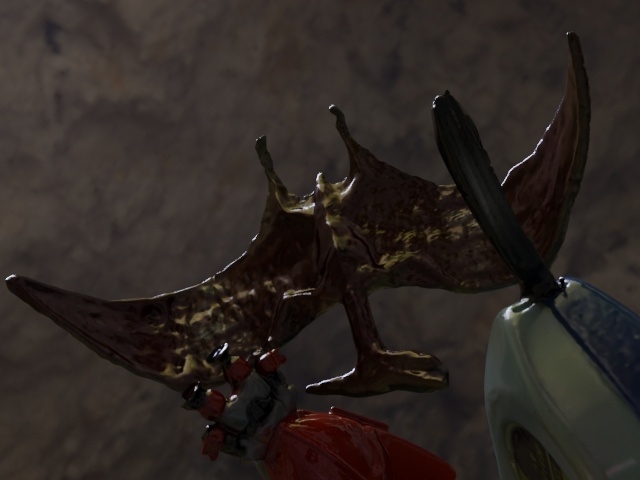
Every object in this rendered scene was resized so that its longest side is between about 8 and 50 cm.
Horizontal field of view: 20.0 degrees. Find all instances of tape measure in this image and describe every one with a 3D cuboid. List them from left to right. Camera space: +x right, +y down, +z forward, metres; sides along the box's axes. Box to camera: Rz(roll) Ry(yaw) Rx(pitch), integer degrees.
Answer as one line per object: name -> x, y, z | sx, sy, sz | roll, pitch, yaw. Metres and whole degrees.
tape measure -> 0.154, 0.088, 0.953 | 0.098, 0.351, 0.215 | -28, -134, -8

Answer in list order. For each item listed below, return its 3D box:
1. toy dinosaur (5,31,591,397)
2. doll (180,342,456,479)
toy dinosaur -> -0.007, -0.005, 1.064 | 0.327, 0.113, 0.206 | 2, -119, 21
doll -> -0.004, 0.128, 1.055 | 0.169, 0.057, 0.109 | 44, -118, -19
